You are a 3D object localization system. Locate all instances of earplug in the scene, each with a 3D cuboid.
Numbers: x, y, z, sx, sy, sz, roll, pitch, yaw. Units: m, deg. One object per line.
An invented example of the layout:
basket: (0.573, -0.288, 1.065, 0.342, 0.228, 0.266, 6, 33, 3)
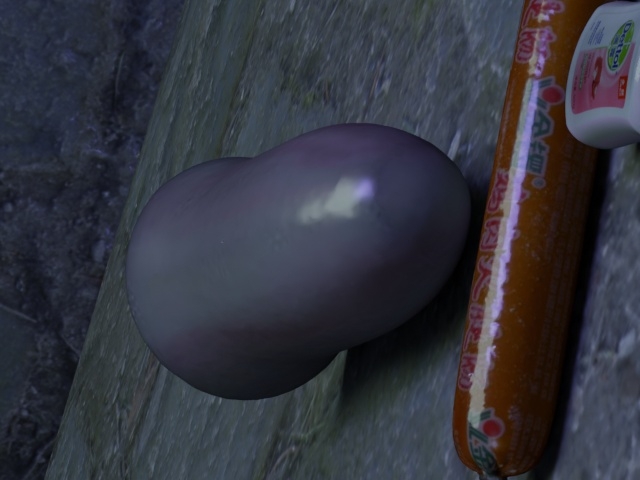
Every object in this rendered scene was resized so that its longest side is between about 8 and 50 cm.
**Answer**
earplug: (0.000, 0.000, 1.201, 0.301, 0.172, 0.172, 154, 130, -66)

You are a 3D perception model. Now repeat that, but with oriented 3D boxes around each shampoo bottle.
shampoo bottle: (0.151, -0.078, 0.886, 0.099, 0.043, 0.072, -171, 96, -77)

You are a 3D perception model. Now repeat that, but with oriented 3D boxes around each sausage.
sausage: (0.115, -0.041, 0.974, 0.053, 0.053, 0.348, 148, 136, -71)
